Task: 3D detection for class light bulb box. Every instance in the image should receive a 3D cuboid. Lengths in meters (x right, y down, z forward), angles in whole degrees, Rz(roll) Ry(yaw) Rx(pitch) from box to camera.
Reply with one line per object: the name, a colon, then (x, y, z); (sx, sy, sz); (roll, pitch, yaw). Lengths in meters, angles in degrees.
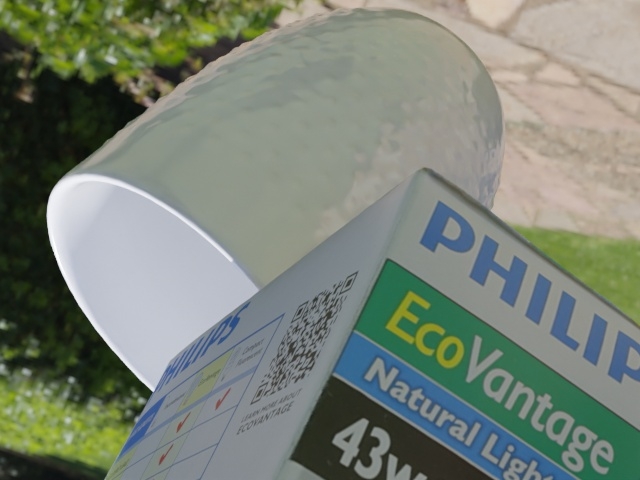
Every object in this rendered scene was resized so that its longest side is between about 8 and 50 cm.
light bulb box: (-0.012, 0.217, 0.616); (0.225, 0.361, 0.358); (35, 147, -11)

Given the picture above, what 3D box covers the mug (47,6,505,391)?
mug: (0.000, 0.000, 1.017); (0.276, 0.328, 0.374); (23, 142, 32)
